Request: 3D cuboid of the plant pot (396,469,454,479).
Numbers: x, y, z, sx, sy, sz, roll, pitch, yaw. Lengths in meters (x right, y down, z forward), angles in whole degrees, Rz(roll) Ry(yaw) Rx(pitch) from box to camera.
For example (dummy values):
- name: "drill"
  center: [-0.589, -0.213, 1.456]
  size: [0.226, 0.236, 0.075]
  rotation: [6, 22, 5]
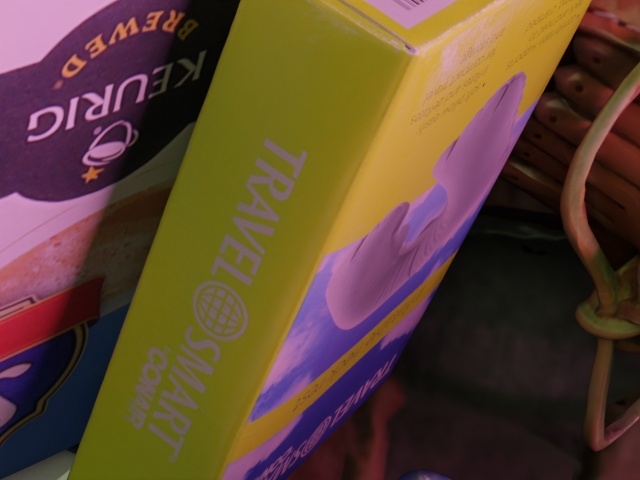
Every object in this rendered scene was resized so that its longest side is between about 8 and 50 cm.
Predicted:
- name: "plant pot"
  center: [0.077, 0.196, 0.391]
  size: [0.236, 0.212, 0.236]
  rotation: [33, 83, -24]

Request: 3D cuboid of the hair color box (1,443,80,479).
- name: "hair color box"
  center: [-0.188, 0.091, 0.518]
  size: [0.347, 0.105, 0.174]
  rotation: [27, 87, 8]

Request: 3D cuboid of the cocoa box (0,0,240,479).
- name: "cocoa box"
  center: [-0.201, -0.102, 0.401]
  size: [0.231, 0.228, 0.347]
  rotation: [-23, 59, -34]

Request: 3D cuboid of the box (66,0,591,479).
- name: "box"
  center: [0.000, 0.000, 0.409]
  size: [0.042, 0.109, 0.178]
  rotation: [35, 128, 14]

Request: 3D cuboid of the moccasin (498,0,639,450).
- name: "moccasin"
  center: [0.139, -0.001, 0.484]
  size: [0.380, 0.139, 0.147]
  rotation: [23, 78, -1]
